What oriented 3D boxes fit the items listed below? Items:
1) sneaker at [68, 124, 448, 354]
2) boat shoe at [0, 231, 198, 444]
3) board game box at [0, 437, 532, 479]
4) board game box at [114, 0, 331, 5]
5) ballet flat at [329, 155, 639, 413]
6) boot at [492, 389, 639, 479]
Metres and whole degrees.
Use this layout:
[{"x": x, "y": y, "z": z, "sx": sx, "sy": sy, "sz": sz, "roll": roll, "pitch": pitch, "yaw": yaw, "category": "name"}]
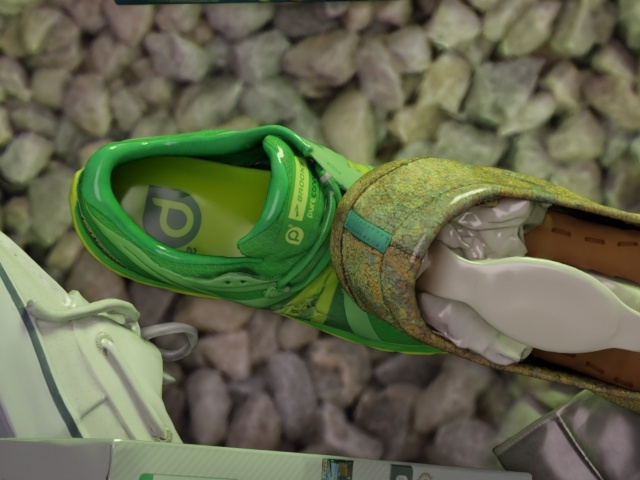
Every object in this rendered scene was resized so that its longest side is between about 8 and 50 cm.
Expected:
[{"x": 0.000, "y": 0.000, "z": 0.978, "sx": 0.295, "sy": 0.123, "sz": 0.109, "roll": 6, "pitch": 82, "yaw": 2, "category": "sneaker"}, {"x": -0.134, "y": 0.088, "z": 0.961, "sx": 0.136, "sy": 0.156, "sz": 0.367, "roll": -30, "pitch": 95, "yaw": 41, "category": "boat shoe"}, {"x": -0.026, "y": 0.218, "z": 0.869, "sx": 0.097, "sy": 0.303, "sz": 0.224, "roll": -4, "pitch": 78, "yaw": 43, "category": "board game box"}, {"x": -0.027, "y": -0.214, "z": 1.054, "sx": 0.201, "sy": 0.035, "sz": 0.136, "roll": 0, "pitch": 82, "yaw": 2, "category": "board game box"}, {"x": 0.175, "y": 0.040, "z": 0.920, "sx": 0.348, "sy": 0.123, "sz": 0.123, "roll": 15, "pitch": 82, "yaw": -17, "category": "ballet flat"}, {"x": 0.165, "y": 0.197, "z": 0.970, "sx": 0.189, "sy": 0.076, "sz": 0.208, "roll": -35, "pitch": 89, "yaw": -17, "category": "boot"}]
